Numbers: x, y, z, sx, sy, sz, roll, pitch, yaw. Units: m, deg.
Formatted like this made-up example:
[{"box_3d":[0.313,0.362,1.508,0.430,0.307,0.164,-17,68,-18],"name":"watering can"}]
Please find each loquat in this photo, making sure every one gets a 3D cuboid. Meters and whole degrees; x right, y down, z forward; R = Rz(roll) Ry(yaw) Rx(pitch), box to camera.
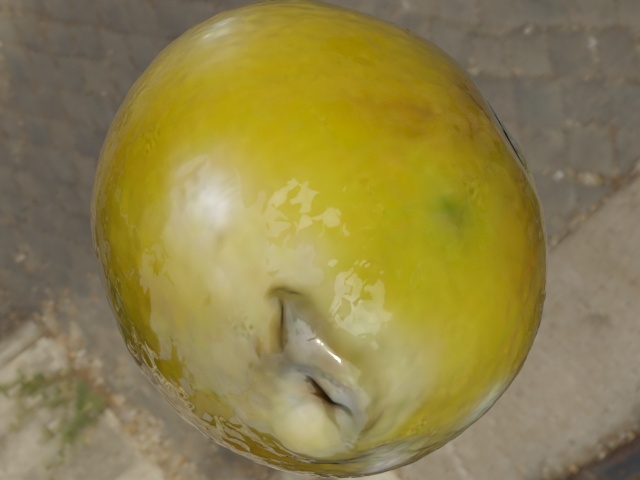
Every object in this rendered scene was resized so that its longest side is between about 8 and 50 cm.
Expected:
[{"box_3d":[0.000,0.000,0.484,0.152,0.195,0.152,1,121,1],"name":"loquat"}]
